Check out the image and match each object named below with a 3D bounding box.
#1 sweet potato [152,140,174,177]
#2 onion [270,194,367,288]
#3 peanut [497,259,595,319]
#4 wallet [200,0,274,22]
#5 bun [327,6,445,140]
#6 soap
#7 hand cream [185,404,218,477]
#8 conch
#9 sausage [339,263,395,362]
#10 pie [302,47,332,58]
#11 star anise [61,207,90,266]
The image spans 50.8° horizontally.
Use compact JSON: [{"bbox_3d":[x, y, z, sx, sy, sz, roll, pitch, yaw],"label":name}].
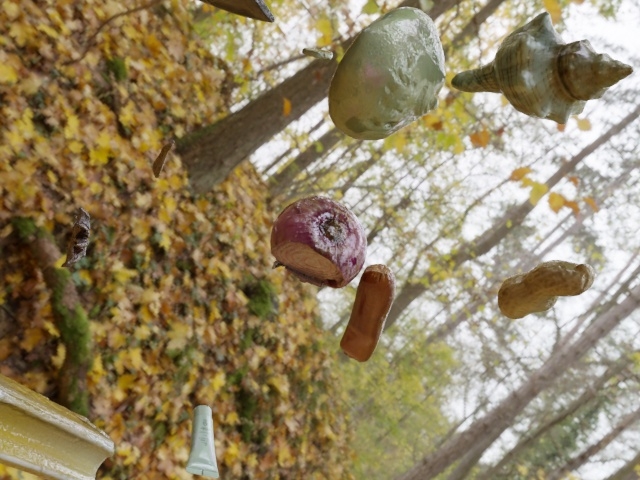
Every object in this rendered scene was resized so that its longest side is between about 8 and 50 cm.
[{"bbox_3d":[-0.374,-0.191,1.583,0.026,0.115,0.026,22,35,-17],"label":"sweet potato"},{"bbox_3d":[0.004,-0.006,1.461,0.207,0.200,0.200,20,-15,16],"label":"onion"},{"bbox_3d":[0.469,0.099,1.422,0.104,0.085,0.228,37,-43,-15],"label":"peanut"},{"bbox_3d":[-0.183,-0.401,1.044,0.244,0.025,0.124,27,-9,32],"label":"wallet"},{"bbox_3d":[0.150,-0.310,1.349,0.179,0.283,0.283,40,-9,18],"label":"bun"},{"bbox_3d":[-0.402,0.228,0.865,0.173,0.089,0.274,22,-22,24],"label":"soap"},{"bbox_3d":[-0.280,0.478,1.603,0.078,0.050,0.205,20,24,-19],"label":"hand cream"},{"bbox_3d":[0.407,-0.335,1.301,0.386,0.203,0.169,17,-1,35],"label":"conch"},{"bbox_3d":[0.115,0.177,1.608,0.089,0.083,0.300,20,-51,7],"label":"sausage"},{"bbox_3d":[-0.007,-0.471,1.700,0.084,0.084,0.020,38,-55,52],"label":"pie"},{"bbox_3d":[-0.540,0.000,1.505,0.042,0.141,0.141,15,8,-24],"label":"star anise"}]
